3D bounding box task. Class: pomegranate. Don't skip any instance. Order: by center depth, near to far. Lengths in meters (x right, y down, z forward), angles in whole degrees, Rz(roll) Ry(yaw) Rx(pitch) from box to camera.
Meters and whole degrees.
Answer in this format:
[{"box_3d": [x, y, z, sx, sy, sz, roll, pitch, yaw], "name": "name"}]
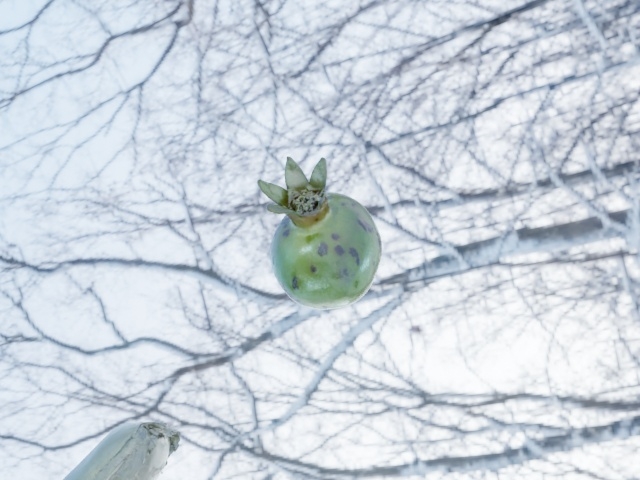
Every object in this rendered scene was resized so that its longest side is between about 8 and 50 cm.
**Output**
[{"box_3d": [-0.012, -0.005, 1.264, 0.220, 0.156, 0.156, 46, -135, -30], "name": "pomegranate"}]

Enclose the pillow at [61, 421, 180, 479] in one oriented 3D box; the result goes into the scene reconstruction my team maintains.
[{"box_3d": [-0.183, 0.211, 0.739, 0.053, 0.208, 0.119, 40, 173, 12], "name": "pillow"}]
